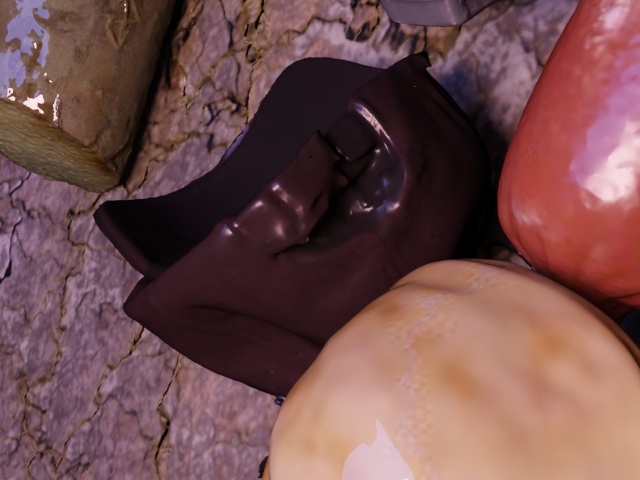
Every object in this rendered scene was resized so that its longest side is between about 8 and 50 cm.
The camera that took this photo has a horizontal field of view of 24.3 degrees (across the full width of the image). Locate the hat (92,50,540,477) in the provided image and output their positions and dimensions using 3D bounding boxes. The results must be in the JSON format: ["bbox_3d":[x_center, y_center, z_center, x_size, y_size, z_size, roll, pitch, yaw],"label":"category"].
[{"bbox_3d":[0.008,0.016,0.915,0.238,0.209,0.336,-40,16,-9],"label":"hat"}]

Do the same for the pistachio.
[{"bbox_3d":[0.076,0.168,0.719,0.238,0.229,0.321,-4,85,37],"label":"pistachio"}]

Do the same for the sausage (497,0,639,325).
[{"bbox_3d":[0.182,-0.075,0.757,0.148,0.148,0.254,34,100,46],"label":"sausage"}]

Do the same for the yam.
[{"bbox_3d":[-0.192,-0.185,1.168,0.161,0.161,0.268,13,83,47],"label":"yam"}]

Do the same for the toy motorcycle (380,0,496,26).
[{"bbox_3d":[0.116,-0.197,0.815,0.125,0.275,0.187,10,126,43],"label":"toy motorcycle"}]
